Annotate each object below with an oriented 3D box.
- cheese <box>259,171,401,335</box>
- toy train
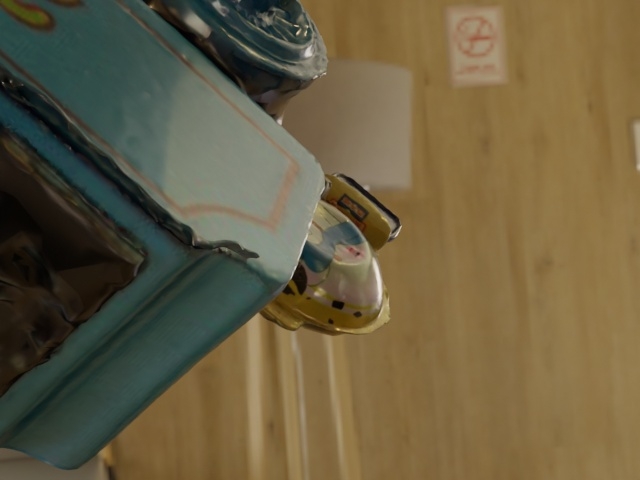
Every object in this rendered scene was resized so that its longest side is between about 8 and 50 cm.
[{"bbox_3d":[0.000,0.000,0.978,0.064,0.156,0.250,-52,-3,26],"label":"cheese"},{"bbox_3d":[-0.140,-0.070,0.541,0.188,0.300,0.265,-42,15,26],"label":"toy train"}]
